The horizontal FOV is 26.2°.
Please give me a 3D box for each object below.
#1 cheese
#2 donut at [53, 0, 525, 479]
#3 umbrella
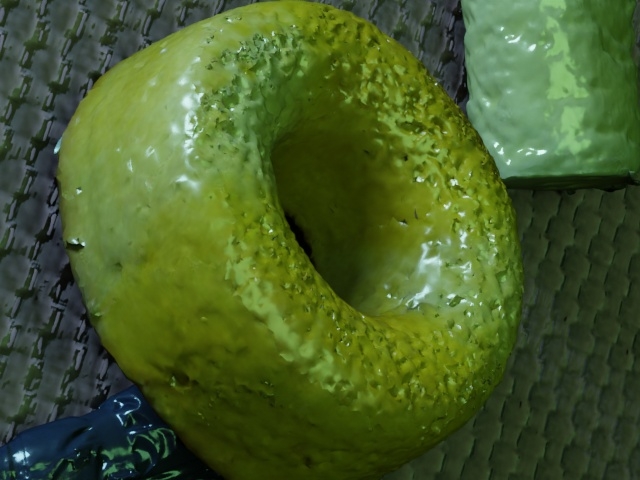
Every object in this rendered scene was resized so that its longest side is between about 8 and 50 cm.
[{"bbox_3d":[0.149,-0.115,0.875,0.123,0.094,0.167,-1,87,-30],"label":"cheese"},{"bbox_3d":[-0.002,-0.002,0.729,0.277,0.108,0.277,18,61,-34],"label":"donut"},{"bbox_3d":[-0.127,0.117,0.703,0.248,0.071,0.071,-13,93,-33],"label":"umbrella"}]
